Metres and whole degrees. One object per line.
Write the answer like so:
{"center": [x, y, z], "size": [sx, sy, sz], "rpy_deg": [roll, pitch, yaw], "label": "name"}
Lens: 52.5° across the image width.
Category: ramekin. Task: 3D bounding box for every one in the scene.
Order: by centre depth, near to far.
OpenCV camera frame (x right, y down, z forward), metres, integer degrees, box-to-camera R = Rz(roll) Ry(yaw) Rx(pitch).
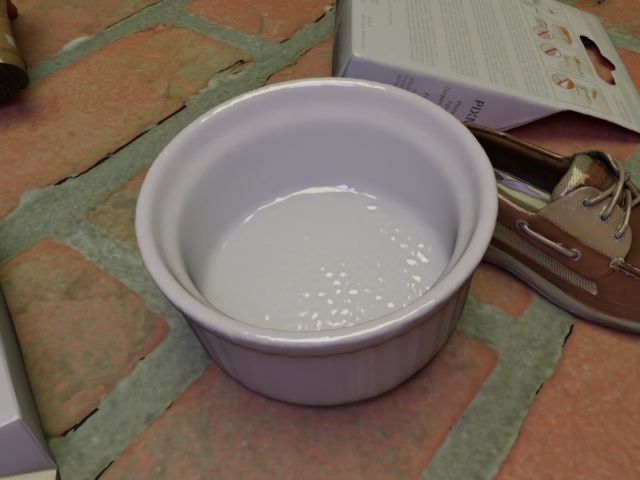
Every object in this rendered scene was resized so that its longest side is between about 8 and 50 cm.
{"center": [0.000, 0.000, 0.546], "size": [0.276, 0.135, 0.277], "rpy_deg": [-3, 51, 4], "label": "ramekin"}

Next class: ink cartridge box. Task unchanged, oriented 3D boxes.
{"center": [0.207, -0.241, 0.845], "size": [0.384, 0.091, 0.308], "rpy_deg": [13, 46, -10], "label": "ink cartridge box"}

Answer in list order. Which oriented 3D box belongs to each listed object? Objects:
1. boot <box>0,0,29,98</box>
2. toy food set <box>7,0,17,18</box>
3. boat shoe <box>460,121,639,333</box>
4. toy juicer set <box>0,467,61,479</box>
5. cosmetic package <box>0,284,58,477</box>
{"center": [-0.486, -0.274, 0.790], "size": [0.236, 0.089, 0.270], "rpy_deg": [-18, 69, -13], "label": "boot"}
{"center": [-0.550, -0.306, 0.900], "size": [0.111, 0.104, 0.232], "rpy_deg": [38, 75, 15], "label": "toy food set"}
{"center": [0.231, -0.017, 0.586], "size": [0.324, 0.117, 0.123], "rpy_deg": [21, 51, 19], "label": "boat shoe"}
{"center": [-0.170, 0.236, 0.326], "size": [0.209, 0.090, 0.329], "rpy_deg": [-25, 66, -24], "label": "toy juicer set"}
{"center": [-0.427, 0.123, 0.478], "size": [0.377, 0.098, 0.284], "rpy_deg": [-23, 54, -20], "label": "cosmetic package"}
